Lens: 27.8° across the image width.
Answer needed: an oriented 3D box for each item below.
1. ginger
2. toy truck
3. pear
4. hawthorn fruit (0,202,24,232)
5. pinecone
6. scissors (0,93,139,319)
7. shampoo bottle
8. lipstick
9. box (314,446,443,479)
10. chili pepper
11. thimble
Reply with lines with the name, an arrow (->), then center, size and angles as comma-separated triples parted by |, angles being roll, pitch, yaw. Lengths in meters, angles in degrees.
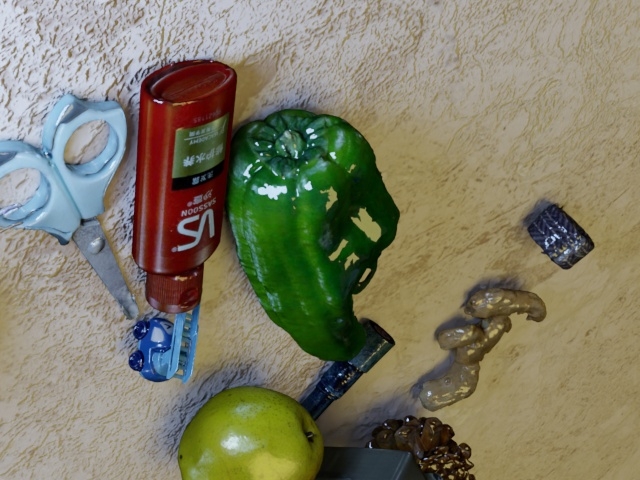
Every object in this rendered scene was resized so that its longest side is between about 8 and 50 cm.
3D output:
ginger -> 0.237, 0.163, 2.051 | 0.258, 0.065, 0.149 | -44, 130, 9
toy truck -> -0.190, 0.110, 1.622 | 0.063, 0.074, 0.136 | 24, 67, -52
pear -> -0.097, 0.287, 1.771 | 0.198, 0.198, 0.198 | -24, 138, -24
hawthorn fruit -> -0.412, 0.059, 1.267 | 0.299, 0.211, 0.211 | -46, 143, -13
pinecone -> 0.149, 0.355, 2.052 | 0.179, 0.195, 0.150 | -6, 87, -21
scissors -> -0.264, -0.011, 1.463 | 0.191, 0.029, 0.360 | -35, 141, -14
shampoo bottle -> -0.159, -0.054, 1.477 | 0.118, 0.076, 0.314 | -30, 142, -40
lipstick -> 0.014, 0.218, 1.914 | 0.234, 0.053, 0.053 | -48, 142, 13
box -> 0.028, 0.414, 1.887 | 0.220, 0.290, 0.166 | -52, 128, -46
chili pepper -> 0.010, 0.003, 1.610 | 0.213, 0.167, 0.385 | -32, 142, -12
thimble -> 0.368, -0.005, 1.987 | 0.066, 0.095, 0.104 | -43, 179, 14
